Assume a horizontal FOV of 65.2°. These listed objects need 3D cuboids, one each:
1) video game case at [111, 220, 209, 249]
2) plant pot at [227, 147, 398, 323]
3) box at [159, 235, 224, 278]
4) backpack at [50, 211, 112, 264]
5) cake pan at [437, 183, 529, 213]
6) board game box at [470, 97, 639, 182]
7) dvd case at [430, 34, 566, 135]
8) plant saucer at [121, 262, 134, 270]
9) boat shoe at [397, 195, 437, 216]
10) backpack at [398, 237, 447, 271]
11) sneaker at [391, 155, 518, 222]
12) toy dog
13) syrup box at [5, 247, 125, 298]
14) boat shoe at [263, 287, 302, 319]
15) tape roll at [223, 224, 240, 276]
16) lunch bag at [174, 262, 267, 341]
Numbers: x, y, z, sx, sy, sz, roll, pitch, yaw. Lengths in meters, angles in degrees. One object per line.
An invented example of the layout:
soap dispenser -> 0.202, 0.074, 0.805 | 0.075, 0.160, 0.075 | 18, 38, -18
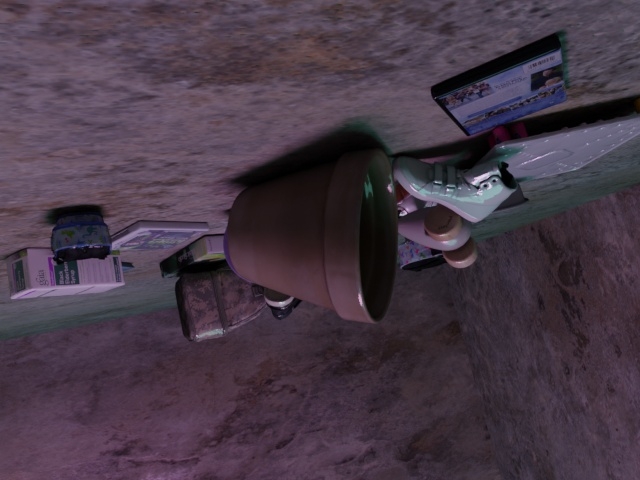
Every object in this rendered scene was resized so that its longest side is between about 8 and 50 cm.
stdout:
video game case -> -0.392, -0.009, 1.187 | 0.173, 0.022, 0.190 | -20, 169, 35
plant pot -> -0.014, -0.008, 0.976 | 0.280, 0.323, 0.323 | 0, 176, 20
box -> -0.315, 0.047, 1.517 | 0.232, 0.059, 0.322 | -6, 167, -40
backpack -> -0.445, -0.008, 0.929 | 0.105, 0.084, 0.114 | -7, 173, -27
cake pan -> 0.433, -0.112, 1.420 | 0.293, 0.054, 0.293 | -12, -173, 2
board game box -> 0.527, -0.211, 1.189 | 0.389, 0.050, 0.390 | -12, 171, -4
dvd case -> 0.297, -0.236, 0.811 | 0.180, 0.022, 0.253 | -17, 170, 26
plant saucer -> -0.645, 0.095, 1.464 | 0.192, 0.018, 0.067 | -16, 170, 11
boat shoe -> 0.215, -0.085, 1.393 | 0.226, 0.083, 0.075 | -21, 169, 42
backpack -> 0.435, 0.028, 2.043 | 0.225, 0.191, 0.253 | -3, 159, -37
sneaker -> 0.283, -0.141, 1.036 | 0.255, 0.094, 0.151 | 22, 142, -19
toy dog -> 0.252, -0.073, 1.234 | 0.161, 0.333, 0.220 | -55, 158, -13
syrup box -> -0.595, 0.075, 1.181 | 0.096, 0.093, 0.237 | -18, 169, 28
boat shoe -> -0.069, 0.103, 1.510 | 0.127, 0.113, 0.340 | 6, -141, 13
tape roll -> -0.123, 0.009, 1.156 | 0.188, 0.189, 0.080 | -14, 171, 5
lunch bag -> -0.302, 0.188, 1.552 | 0.255, 0.213, 0.305 | -9, 171, -22
